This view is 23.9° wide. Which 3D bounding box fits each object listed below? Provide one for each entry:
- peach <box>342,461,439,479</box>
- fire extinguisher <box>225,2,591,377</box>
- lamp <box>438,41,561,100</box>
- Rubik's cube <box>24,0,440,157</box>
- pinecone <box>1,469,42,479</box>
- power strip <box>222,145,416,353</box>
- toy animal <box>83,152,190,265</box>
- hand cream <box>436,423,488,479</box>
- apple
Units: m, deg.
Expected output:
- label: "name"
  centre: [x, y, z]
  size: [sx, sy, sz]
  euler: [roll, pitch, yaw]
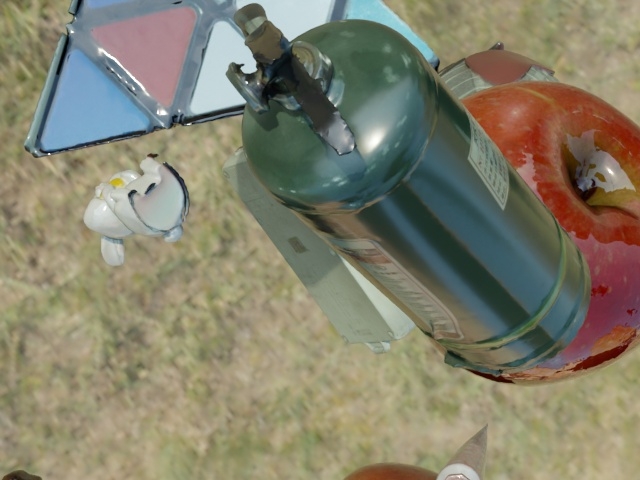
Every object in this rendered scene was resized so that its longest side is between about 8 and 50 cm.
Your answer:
- label: "peach"
  centre: [0.100, 0.397, 1.856]
  size: [0.252, 0.252, 0.252]
  euler: [-19, 131, -23]
- label: "fire extinguisher"
  centre: [0.031, -0.029, 0.686]
  size: [0.093, 0.118, 0.294]
  euler: [-42, 142, 5]
- label: "lamp"
  centre: [0.175, -0.067, 1.552]
  size: [0.233, 0.233, 0.265]
  euler: [43, 71, -46]
- label: "Rubik's cube"
  centre: [-0.130, -0.116, 1.071]
  size: [0.234, 0.284, 0.250]
  euler: [-44, -177, -31]
- label: "pinecone"
  centre: [-0.278, 0.385, 1.332]
  size: [0.397, 0.398, 0.398]
  euler: [-19, 131, -23]
- label: "power strip"
  centre: [0.000, 0.000, 1.549]
  size: [0.046, 0.118, 0.270]
  euler: [-43, 106, -25]
- label: "toy animal"
  centre: [-0.175, -0.030, 1.400]
  size: [0.085, 0.124, 0.071]
  euler: [40, 60, -31]
- label: "hand cream"
  centre: [0.141, 0.222, 1.473]
  size: [0.067, 0.043, 0.209]
  euler: [-63, 173, 6]
- label: "apple"
  centre: [0.185, -0.005, 1.293]
  size: [0.260, 0.260, 0.216]
  euler: [-8, 157, -31]
